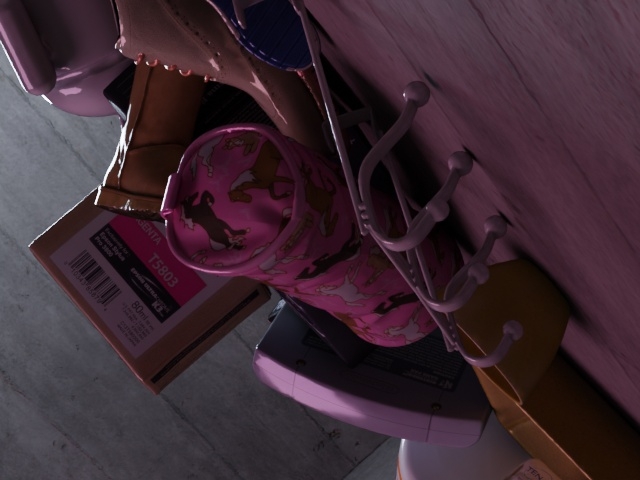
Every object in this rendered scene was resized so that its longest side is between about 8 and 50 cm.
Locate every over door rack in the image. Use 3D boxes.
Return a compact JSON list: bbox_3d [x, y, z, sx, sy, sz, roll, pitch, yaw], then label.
[{"bbox_3d":[0.064,-0.073,1.436,0.324,0.108,0.239,61,-176,37],"label":"over door rack"}]

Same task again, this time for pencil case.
[{"bbox_3d":[0.000,0.000,1.690,0.386,0.167,0.160,27,-149,-58],"label":"pencil case"}]

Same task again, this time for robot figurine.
[{"bbox_3d":[-0.298,-0.300,2.039,0.200,0.300,0.353,-8,120,37],"label":"robot figurine"}]

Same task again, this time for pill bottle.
[{"bbox_3d":[0.203,0.381,2.224,0.224,0.224,0.392,46,153,27],"label":"pill bottle"}]

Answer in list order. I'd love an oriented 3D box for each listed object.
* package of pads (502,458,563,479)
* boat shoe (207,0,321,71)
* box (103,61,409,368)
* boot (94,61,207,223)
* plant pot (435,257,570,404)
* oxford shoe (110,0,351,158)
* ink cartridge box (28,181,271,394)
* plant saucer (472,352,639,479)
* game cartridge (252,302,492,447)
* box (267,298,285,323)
[{"bbox_3d":[0.327,0.400,1.891,0.296,0.101,0.229,43,174,41],"label":"package of pads"},{"bbox_3d":[-0.068,-0.231,1.573,0.183,0.066,0.066,43,-165,3],"label":"boat shoe"},{"bbox_3d":[-0.048,-0.067,2.002,0.312,0.179,0.343,43,174,41],"label":"box"},{"bbox_3d":[-0.145,-0.151,1.792,0.089,0.269,0.236,18,175,-42],"label":"boot"},{"bbox_3d":[0.177,0.073,1.558,0.134,0.095,0.134,48,176,5],"label":"plant pot"},{"bbox_3d":[-0.128,-0.213,1.689,0.397,0.146,0.140,49,175,-9],"label":"oxford shoe"},{"bbox_3d":[-0.209,0.038,2.045,0.235,0.193,0.088,47,174,17],"label":"ink cartridge box"},{"bbox_3d":[0.322,0.257,1.870,0.333,0.081,0.333,46,176,23],"label":"plant saucer"},{"bbox_3d":[0.076,0.157,2.079,0.297,0.198,0.062,17,129,12],"label":"game cartridge"},{"bbox_3d":[0.101,0.152,2.328,0.295,0.073,0.293,40,155,-10],"label":"box"}]
